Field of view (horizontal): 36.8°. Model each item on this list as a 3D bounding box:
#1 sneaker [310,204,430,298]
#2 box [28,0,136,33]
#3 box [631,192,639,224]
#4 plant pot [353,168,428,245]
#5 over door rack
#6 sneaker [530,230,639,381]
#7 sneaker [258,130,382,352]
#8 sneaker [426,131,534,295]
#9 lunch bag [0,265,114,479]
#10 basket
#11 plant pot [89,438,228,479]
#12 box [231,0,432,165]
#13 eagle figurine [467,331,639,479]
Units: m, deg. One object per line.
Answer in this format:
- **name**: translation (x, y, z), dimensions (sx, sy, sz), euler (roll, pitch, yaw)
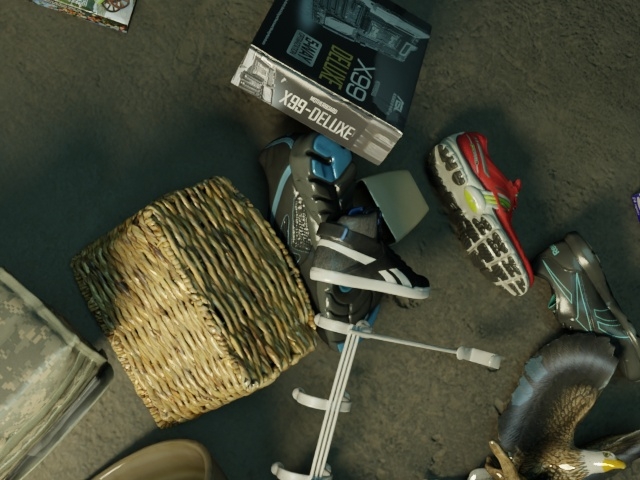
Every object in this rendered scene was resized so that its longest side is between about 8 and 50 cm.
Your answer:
- **sneaker**: translation (0.088, 0.014, 1.375), dimensions (0.217, 0.079, 0.121), euler (11, 89, -40)
- **box**: translation (-0.335, -0.447, 1.446), dimensions (0.159, 0.044, 0.233), euler (17, 79, -12)
- **box**: translation (0.614, -0.065, 1.593), dimensions (0.126, 0.137, 0.072), euler (-14, 87, -16)
- **plant pot**: translation (0.100, -0.051, 1.479), dimensions (0.096, 0.109, 0.109), euler (-28, 90, -30)
- **over door rack**: translation (0.092, 0.248, 1.406), dimensions (0.324, 0.108, 0.239), euler (16, 89, -33)
- **sneaker**: translation (0.435, 0.118, 1.559), dimensions (0.106, 0.101, 0.267), euler (-29, 92, 6)
- **sneaker**: translation (0.000, 0.000, 1.444), dimensions (0.125, 0.140, 0.340), euler (-21, 107, -41)
- **sneaker**: translation (0.281, -0.049, 1.526), dimensions (0.118, 0.107, 0.279), euler (-27, 92, -26)
- **lunch bag**: translation (-0.395, 0.196, 1.221), dimensions (0.169, 0.287, 0.235), euler (40, 78, 12)
- **basket**: translation (-0.174, 0.082, 1.392), dimensions (0.213, 0.223, 0.299), euler (-32, 91, -49)
- **plant pot**: translation (-0.199, 0.470, 1.244), dimensions (0.323, 0.323, 0.280), euler (-39, 109, -16)
- **box**: translation (0.027, -0.278, 1.423), dimensions (0.243, 0.076, 0.307), euler (29, 43, -9)
- **eagle figurine**: translation (0.377, 0.318, 1.471), dimensions (0.225, 0.226, 0.298), euler (24, 43, 25)
